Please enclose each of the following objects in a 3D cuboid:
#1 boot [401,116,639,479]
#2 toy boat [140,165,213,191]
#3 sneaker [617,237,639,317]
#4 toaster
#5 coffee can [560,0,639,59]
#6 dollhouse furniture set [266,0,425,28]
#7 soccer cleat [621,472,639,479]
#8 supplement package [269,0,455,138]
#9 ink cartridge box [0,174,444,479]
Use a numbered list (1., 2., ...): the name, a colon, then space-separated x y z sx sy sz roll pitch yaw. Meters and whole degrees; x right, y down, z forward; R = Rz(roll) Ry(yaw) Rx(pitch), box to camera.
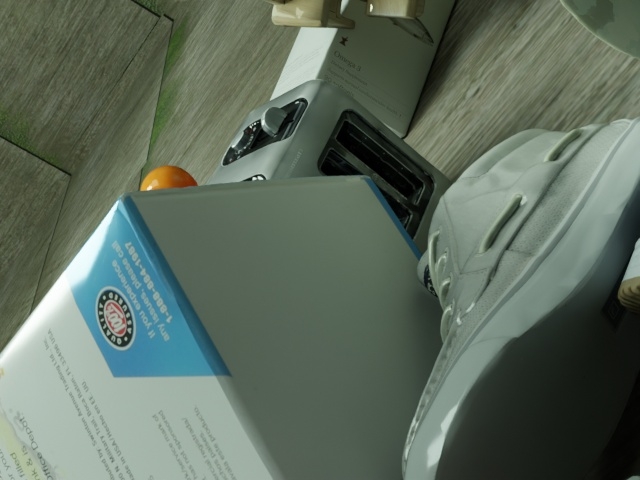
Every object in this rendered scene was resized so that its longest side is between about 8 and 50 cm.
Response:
1. boot: 0.095 0.036 0.543 0.123 0.095 0.258 4 46 51
2. toy boat: -0.118 -0.025 1.110 0.151 0.151 0.231 -57 20 9
3. sneaker: 0.230 -0.040 0.391 0.153 0.099 0.282 -67 19 -13
4. toaster: 0.000 0.000 0.789 0.110 0.185 0.168 -26 32 53
5. coffee can: 0.194 -0.247 0.605 0.201 0.201 0.275 -49 24 28
6. dollhouse furniture set: 0.111 -0.308 0.785 0.355 0.174 0.303 10 94 33
7. soccer cleat: 0.126 0.157 0.397 0.318 0.116 0.108 -38 -12 20
8. supplement package: 0.042 -0.184 1.017 0.105 0.105 0.179 -21 44 60
9. ink cartridge box: -0.061 0.124 0.608 0.270 0.197 0.198 -45 67 35
